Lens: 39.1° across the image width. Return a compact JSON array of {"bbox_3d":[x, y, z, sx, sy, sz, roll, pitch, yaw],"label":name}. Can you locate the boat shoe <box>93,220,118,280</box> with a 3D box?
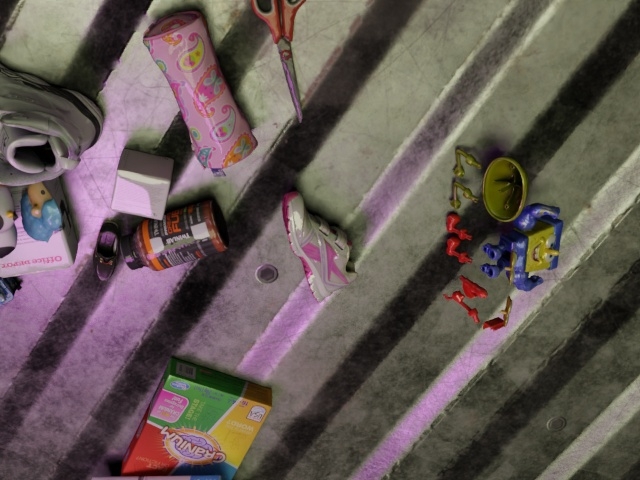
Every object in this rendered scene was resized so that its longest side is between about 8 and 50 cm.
[{"bbox_3d":[-0.427,0.027,1.790,0.049,0.042,0.133,9,120,-12],"label":"boat shoe"}]

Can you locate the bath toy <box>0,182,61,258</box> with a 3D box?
[{"bbox_3d":[-0.623,-0.004,1.521,0.348,0.129,0.151,-21,128,-29],"label":"bath toy"}]

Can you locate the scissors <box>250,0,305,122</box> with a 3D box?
[{"bbox_3d":[-0.075,-0.352,1.615,0.109,0.021,0.297,0,121,-7],"label":"scissors"}]

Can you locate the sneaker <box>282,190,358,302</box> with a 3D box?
[{"bbox_3d":[0.000,0.000,1.781,0.111,0.103,0.252,-21,125,3],"label":"sneaker"}]

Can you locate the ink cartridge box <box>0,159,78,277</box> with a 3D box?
[{"bbox_3d":[-0.561,-0.046,1.710,0.153,0.087,0.208,-8,119,-1],"label":"ink cartridge box"}]

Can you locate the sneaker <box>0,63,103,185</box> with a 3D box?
[{"bbox_3d":[-0.566,-0.212,1.545,0.366,0.210,0.137,16,117,-13],"label":"sneaker"}]

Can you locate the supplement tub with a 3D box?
[{"bbox_3d":[-0.284,-0.003,1.746,0.198,0.106,0.106,-18,119,5],"label":"supplement tub"}]

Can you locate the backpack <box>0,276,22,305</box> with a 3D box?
[{"bbox_3d":[-0.670,0.086,1.780,0.105,0.084,0.114,-25,116,7],"label":"backpack"}]

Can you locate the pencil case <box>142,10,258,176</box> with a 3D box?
[{"bbox_3d":[-0.212,-0.260,1.598,0.124,0.124,0.284,-18,121,6],"label":"pencil case"}]

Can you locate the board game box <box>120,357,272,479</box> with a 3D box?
[{"bbox_3d":[-0.279,0.431,2.017,0.242,0.064,0.316,20,116,-15],"label":"board game box"}]

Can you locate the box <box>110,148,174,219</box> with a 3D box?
[{"bbox_3d":[-0.332,-0.105,1.686,0.102,0.101,0.087,12,117,-11],"label":"box"}]

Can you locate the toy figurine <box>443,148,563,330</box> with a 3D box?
[{"bbox_3d":[0.393,-0.021,1.801,0.217,0.191,0.362,-15,117,-31],"label":"toy figurine"}]

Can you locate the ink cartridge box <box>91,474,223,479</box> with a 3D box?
[{"bbox_3d":[-0.352,0.635,2.030,0.307,0.129,0.223,-3,138,11],"label":"ink cartridge box"}]
